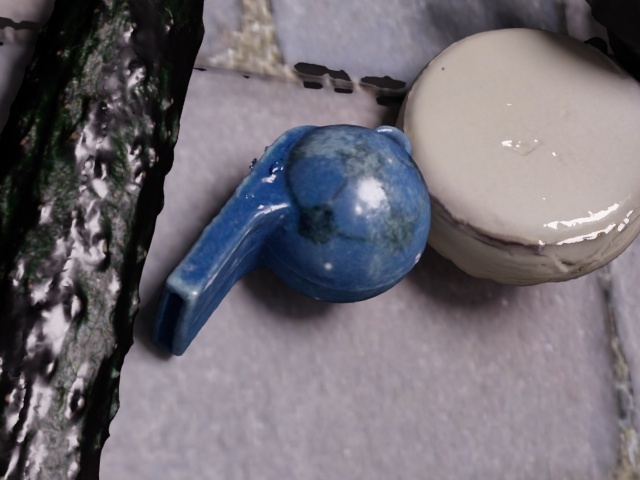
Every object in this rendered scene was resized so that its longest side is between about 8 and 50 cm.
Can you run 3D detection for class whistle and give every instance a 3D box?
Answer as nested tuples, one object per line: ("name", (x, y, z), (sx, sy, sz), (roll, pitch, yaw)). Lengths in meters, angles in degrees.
("whistle", (0.000, 0.000, 0.643), (0.090, 0.090, 0.158), (47, 53, -17))

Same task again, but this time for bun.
("bun", (0.102, -0.033, 0.733), (0.138, 0.094, 0.138), (1, 63, -3))

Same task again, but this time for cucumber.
("cucumber", (-0.099, -0.025, 0.580), (0.081, 0.072, 0.303), (69, 28, -63))

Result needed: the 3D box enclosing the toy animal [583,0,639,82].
("toy animal", (0.230, -0.096, 0.797), (0.343, 0.168, 0.106), (37, 84, -44))
